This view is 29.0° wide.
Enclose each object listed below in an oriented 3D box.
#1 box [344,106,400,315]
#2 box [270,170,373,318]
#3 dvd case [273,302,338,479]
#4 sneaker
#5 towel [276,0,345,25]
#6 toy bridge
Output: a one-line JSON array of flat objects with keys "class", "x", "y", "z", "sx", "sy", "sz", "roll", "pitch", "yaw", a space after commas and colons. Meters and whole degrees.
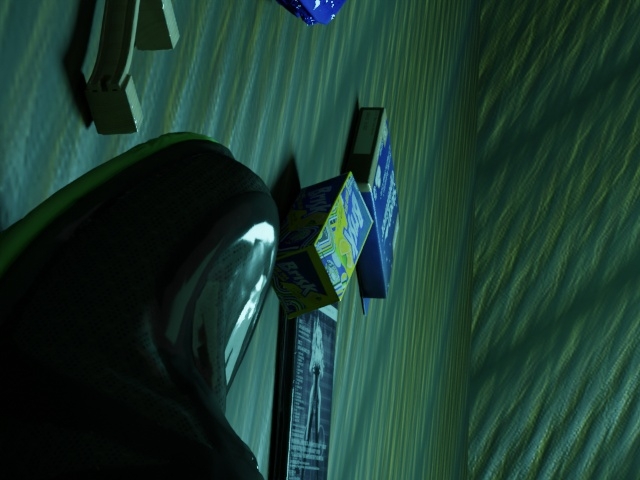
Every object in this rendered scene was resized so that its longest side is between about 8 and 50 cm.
[{"class": "box", "x": 0.066, "y": -0.030, "z": 1.483, "sx": 0.136, "sy": 0.036, "sz": 0.225, "roll": -77, "pitch": 164, "yaw": -44}, {"class": "box", "x": 0.000, "y": 0.000, "z": 1.104, "sx": 0.059, "sy": 0.054, "sz": 0.169, "roll": 65, "pitch": 20, "yaw": -18}, {"class": "dvd case", "x": -0.014, "y": 0.152, "z": 1.171, "sx": 0.164, "sy": 0.018, "sz": 0.221, "roll": 41, "pitch": 51, "yaw": -72}, {"class": "sneaker", "x": -0.070, "y": 0.162, "z": 0.481, "sx": 0.185, "sy": 0.202, "sz": 0.482, "roll": 77, "pitch": 19, "yaw": -51}, {"class": "towel", "x": 0.055, "y": -0.317, "z": 0.952, "sx": 0.308, "sy": 0.076, "sz": 0.227, "roll": -53, "pitch": 168, "yaw": 2}, {"class": "toy bridge", "x": -0.101, "y": -0.142, "z": 0.730, "sx": 0.188, "sy": 0.026, "sz": 0.063, "roll": -76, "pitch": 161, "yaw": -47}]
